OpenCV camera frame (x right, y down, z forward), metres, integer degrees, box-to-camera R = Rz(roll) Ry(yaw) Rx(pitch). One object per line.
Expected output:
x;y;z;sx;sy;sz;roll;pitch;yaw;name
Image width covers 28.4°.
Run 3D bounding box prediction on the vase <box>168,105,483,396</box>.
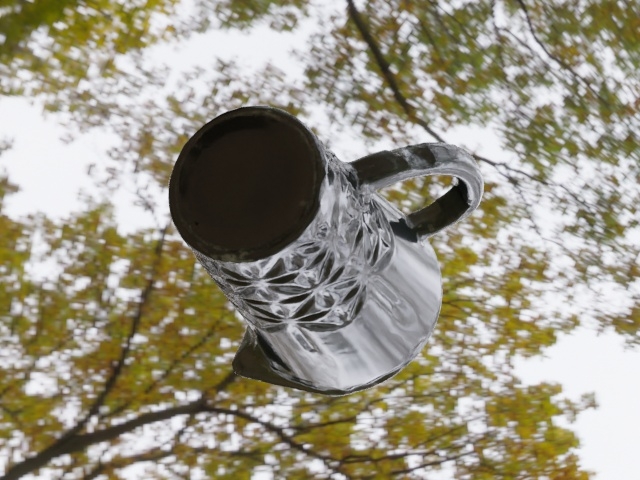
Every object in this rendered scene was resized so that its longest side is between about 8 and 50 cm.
0.000;0.000;0.901;0.251;0.301;0.156;-32;-112;4;vase
